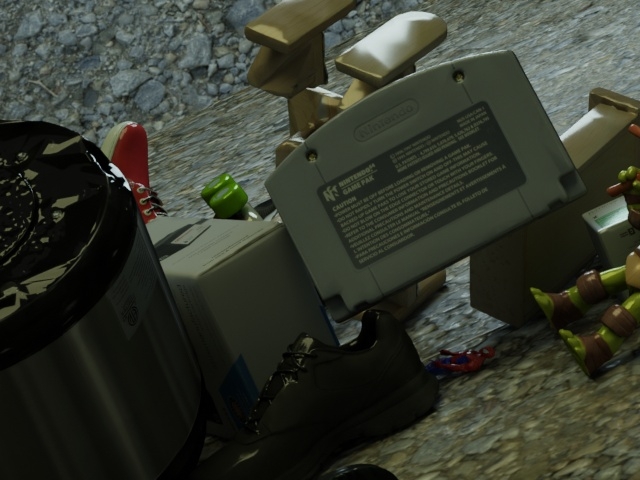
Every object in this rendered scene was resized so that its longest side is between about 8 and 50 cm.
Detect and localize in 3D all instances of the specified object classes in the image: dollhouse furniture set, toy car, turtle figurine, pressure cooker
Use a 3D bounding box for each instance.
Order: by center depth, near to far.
[{"bbox_3d":[0.323,0.026,1.779,0.217,0.087,0.269,-33,59,4],"label":"turtle figurine"},{"bbox_3d":[-0.311,0.138,1.801,0.370,0.420,0.375,-35,44,-19],"label":"pressure cooker"},{"bbox_3d":[0.141,-0.095,2.083,0.394,0.362,0.256,24,44,32],"label":"dollhouse furniture set"},{"bbox_3d":[-0.152,0.028,2.477,0.188,0.155,0.149,-38,16,-3],"label":"toy car"}]

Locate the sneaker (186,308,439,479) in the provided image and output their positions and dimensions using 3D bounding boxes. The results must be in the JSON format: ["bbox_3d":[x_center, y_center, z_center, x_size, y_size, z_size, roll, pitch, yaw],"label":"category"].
[{"bbox_3d":[-0.021,0.169,1.825,0.286,0.130,0.109,-31,19,-20],"label":"sneaker"}]

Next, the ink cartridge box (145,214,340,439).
[{"bbox_3d":[-0.119,0.099,2.020,0.129,0.223,0.307,-32,17,-26],"label":"ink cartridge box"}]

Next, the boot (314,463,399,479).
[{"bbox_3d":[-0.068,0.269,1.620,0.246,0.094,0.207,-37,23,-20],"label":"boot"}]

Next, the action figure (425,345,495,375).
[{"bbox_3d":[0.134,0.133,1.909,0.115,0.030,0.038,-15,13,23],"label":"action figure"}]

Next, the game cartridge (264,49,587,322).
[{"bbox_3d":[0.103,-0.067,1.857,0.297,0.198,0.062,-28,-11,9],"label":"game cartridge"}]

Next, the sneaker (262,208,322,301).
[{"bbox_3d":[0.000,0.000,2.362,0.128,0.126,0.321,-11,24,15],"label":"sneaker"}]

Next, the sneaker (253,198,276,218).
[{"bbox_3d":[-0.026,-0.077,2.687,0.234,0.106,0.078,-12,18,36],"label":"sneaker"}]

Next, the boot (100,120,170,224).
[{"bbox_3d":[-0.220,-0.042,2.405,0.176,0.244,0.088,0,-7,34],"label":"boot"}]

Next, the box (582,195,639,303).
[{"bbox_3d":[0.347,0.005,1.879,0.101,0.102,0.087,-24,13,2],"label":"box"}]

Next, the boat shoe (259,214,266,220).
[{"bbox_3d":[-0.213,0.028,2.600,0.340,0.113,0.127,-29,16,-20],"label":"boat shoe"}]
